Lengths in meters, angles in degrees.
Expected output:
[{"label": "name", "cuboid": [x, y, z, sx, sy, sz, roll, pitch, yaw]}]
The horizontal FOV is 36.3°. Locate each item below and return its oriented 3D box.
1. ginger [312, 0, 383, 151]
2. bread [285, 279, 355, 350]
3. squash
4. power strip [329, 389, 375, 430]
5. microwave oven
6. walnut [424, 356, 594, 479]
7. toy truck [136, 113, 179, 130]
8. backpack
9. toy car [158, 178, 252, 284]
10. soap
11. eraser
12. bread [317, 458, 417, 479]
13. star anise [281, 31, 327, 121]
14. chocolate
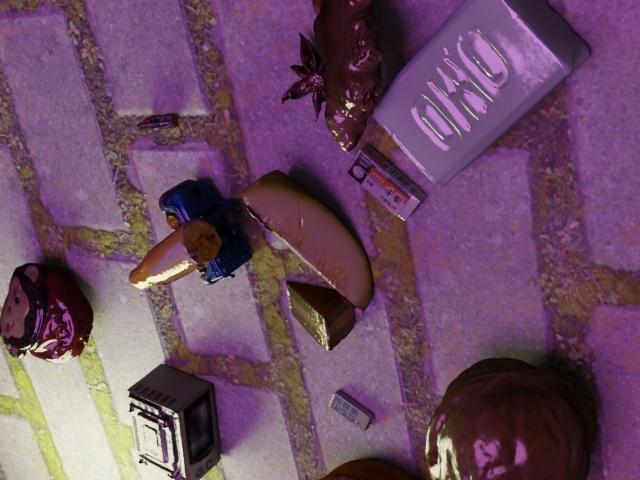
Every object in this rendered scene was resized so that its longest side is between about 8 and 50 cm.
[{"label": "ginger", "cuboid": [0.033, -0.291, 1.341, 0.166, 0.080, 0.332, -7, 89, 59]}, {"label": "bread", "cuboid": [-0.021, 0.126, 1.673, 0.139, 0.084, 0.074, 11, 123, 32]}, {"label": "squash", "cuboid": [0.000, 0.000, 1.564, 0.252, 0.093, 0.169, 42, 178, 10]}, {"label": "power strip", "cuboid": [0.056, 0.308, 1.769, 0.090, 0.016, 0.040, 34, 131, 16]}, {"label": "microwave oven", "cuboid": [-0.305, 0.385, 2.009, 0.163, 0.129, 0.204, 15, 123, 29]}, {"label": "walnut", "cuboid": [0.286, 0.313, 1.463, 0.283, 0.227, 0.282, -2, 116, -4]}, {"label": "toy truck", "cuboid": [-0.284, -0.205, 1.707, 0.083, 0.032, 0.024, 3, 122, 37]}, {"label": "backpack", "cuboid": [-0.575, 0.162, 2.079, 0.229, 0.139, 0.229, 5, 100, 30]}, {"label": "toy car", "cuboid": [-0.188, -0.020, 1.700, 0.100, 0.097, 0.191, -21, 102, 43]}, {"label": "soap", "cuboid": [0.204, -0.212, 1.299, 0.159, 0.087, 0.265, 49, 134, 3]}, {"label": "eraser", "cuboid": [0.100, -0.088, 1.491, 0.122, 0.029, 0.052, 43, 134, 9]}, {"label": "bread", "cuboid": [0.088, 0.542, 1.788, 0.312, 0.172, 0.312, 14, 119, 27]}, {"label": "star anise", "cuboid": [0.012, -0.236, 1.453, 0.129, 0.056, 0.124, 20, 108, 13]}, {"label": "chocolate", "cuboid": [-0.258, 0.032, 1.669, 0.219, 0.086, 0.085, -26, 99, 46]}]
